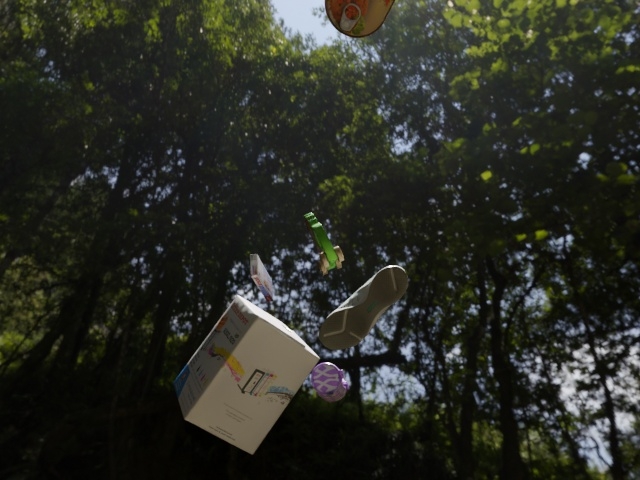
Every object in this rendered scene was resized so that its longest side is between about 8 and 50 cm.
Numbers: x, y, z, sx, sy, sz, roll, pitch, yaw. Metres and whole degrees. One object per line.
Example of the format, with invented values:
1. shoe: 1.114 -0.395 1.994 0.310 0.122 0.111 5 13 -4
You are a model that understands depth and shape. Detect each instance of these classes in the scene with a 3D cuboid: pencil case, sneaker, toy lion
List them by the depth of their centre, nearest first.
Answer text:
1. sneaker: 0.061 0.092 0.686 0.152 0.061 0.054 -43 -94 12
2. toy lion: 0.000 0.000 0.773 0.034 0.096 0.100 -24 -10 -6
3. pencil case: 0.027 0.388 1.385 0.088 0.086 0.206 -19 -23 -3

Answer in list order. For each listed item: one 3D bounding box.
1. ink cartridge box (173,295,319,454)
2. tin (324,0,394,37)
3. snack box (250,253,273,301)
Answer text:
1. ink cartridge box: -0.154 0.264 1.036 0.168 0.171 0.233 38 -97 -23
2. tin: 0.078 -0.414 0.800 0.106 0.040 0.190 31 -45 -4
3. snack box: -0.158 0.104 1.380 0.022 0.064 0.178 -10 -30 4
